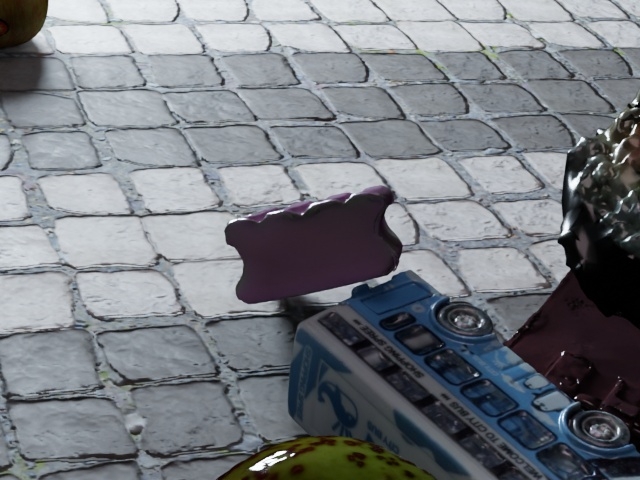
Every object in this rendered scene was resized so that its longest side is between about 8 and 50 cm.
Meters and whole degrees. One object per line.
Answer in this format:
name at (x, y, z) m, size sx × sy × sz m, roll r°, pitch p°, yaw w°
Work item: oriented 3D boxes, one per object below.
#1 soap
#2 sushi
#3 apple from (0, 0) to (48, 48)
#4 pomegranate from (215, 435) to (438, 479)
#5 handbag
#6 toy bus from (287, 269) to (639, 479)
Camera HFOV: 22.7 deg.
soap at (0.000, 0.000, 1.221) m, size 0.122 × 0.065 × 0.203 m, roll -12°, pitch 2°, yaw 5°
sushi at (0.304, 0.000, 1.164) m, size 0.225 × 0.219 × 0.238 m, roll -19°, pitch 58°, yaw 16°
apple at (-0.342, -0.257, 1.644) m, size 0.126 × 0.102 × 0.126 m, roll 7°, pitch 31°, yaw -4°
pomegranate at (0.027, 0.213, 0.851) m, size 0.248 × 0.214 × 0.214 m, roll 14°, pitch 18°, yaw -48°
handbag at (0.248, 0.109, 1.204) m, size 0.203 × 0.074 × 0.216 m, roll 21°, pitch 33°, yaw 21°
toy bus at (0.107, 0.142, 1.074) m, size 0.131 × 0.106 × 0.297 m, roll -18°, pitch 41°, yaw -33°
